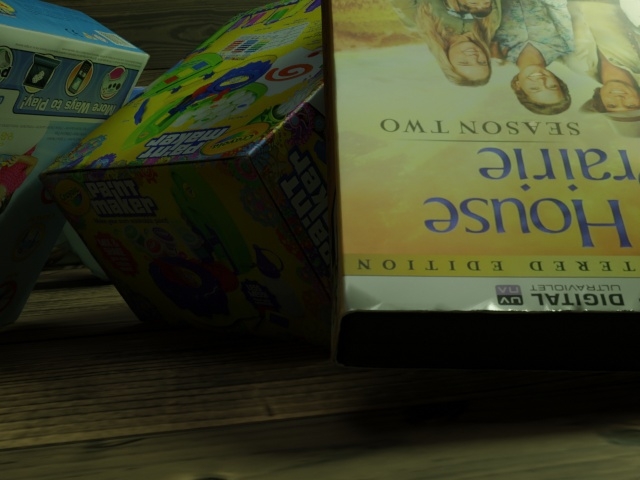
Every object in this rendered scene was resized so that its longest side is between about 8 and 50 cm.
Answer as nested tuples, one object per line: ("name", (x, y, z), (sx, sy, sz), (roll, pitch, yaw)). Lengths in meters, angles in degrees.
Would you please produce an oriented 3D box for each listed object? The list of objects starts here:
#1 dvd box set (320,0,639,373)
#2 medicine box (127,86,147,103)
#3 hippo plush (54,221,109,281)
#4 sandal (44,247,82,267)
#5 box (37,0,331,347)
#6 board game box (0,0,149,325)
("dvd box set", (0.152, -0.110, 0.605), (0.307, 0.420, 0.062), (1, -38, -2))
("medicine box", (-0.415, -0.114, 1.627), (0.263, 0.289, 0.149), (-5, 5, -15))
("hippo plush", (-0.385, -0.012, 1.226), (0.236, 0.234, 0.294), (-29, 2, 5))
("sandal", (-0.459, 0.006, 1.457), (0.302, 0.120, 0.086), (-7, 33, -15))
("box", (-0.030, -0.074, 0.797), (0.290, 0.177, 0.279), (2, 40, 47))
("board game box", (-0.307, -0.053, 0.754), (0.086, 0.302, 0.308), (33, 13, 12))
